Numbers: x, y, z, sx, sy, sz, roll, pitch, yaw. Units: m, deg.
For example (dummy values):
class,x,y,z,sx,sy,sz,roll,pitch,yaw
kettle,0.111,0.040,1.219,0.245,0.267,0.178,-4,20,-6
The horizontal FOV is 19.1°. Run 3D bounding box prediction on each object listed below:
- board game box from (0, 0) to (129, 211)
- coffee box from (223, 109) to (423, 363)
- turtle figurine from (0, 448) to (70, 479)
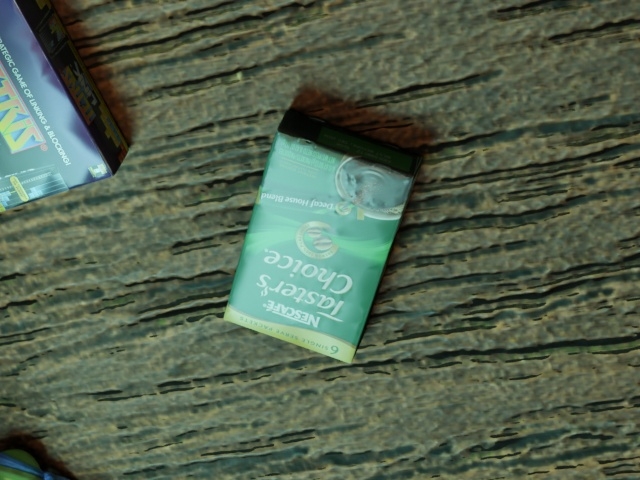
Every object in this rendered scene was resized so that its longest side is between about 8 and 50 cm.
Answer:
class,x,y,z,sx,sy,sz,roll,pitch,yaw
board game box,-0.248,-0.110,1.454,0.141,0.048,0.170,-16,116,24
coffee box,0.000,0.000,1.461,0.113,0.040,0.184,20,124,2
turtle figurine,-0.354,0.299,1.629,0.274,0.266,0.198,16,165,-29
